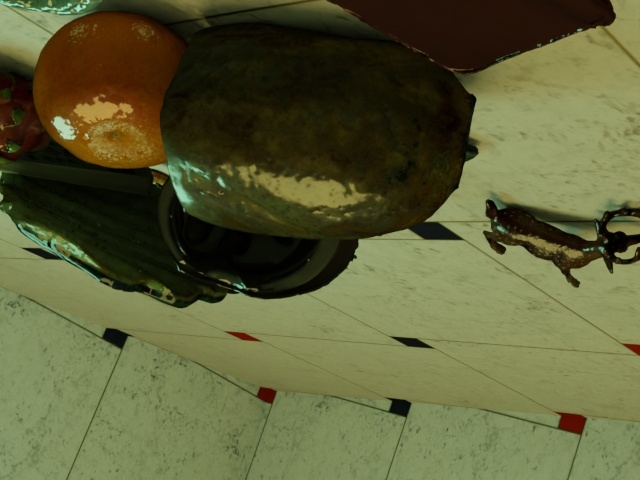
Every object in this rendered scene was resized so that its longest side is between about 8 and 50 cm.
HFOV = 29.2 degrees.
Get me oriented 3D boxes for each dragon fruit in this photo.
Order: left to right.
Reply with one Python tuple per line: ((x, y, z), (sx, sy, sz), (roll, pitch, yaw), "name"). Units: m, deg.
((-0.465, -0.186, 1.847), (0.137, 0.135, 0.236), (21, -171, 11), "dragon fruit")

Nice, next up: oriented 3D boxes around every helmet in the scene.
((-0.100, -0.042, 1.865), (0.305, 0.225, 0.177), (15, -169, -14), "helmet")

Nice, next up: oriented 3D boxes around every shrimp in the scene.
((-0.319, -0.105, 2.176), (0.127, 0.025, 0.091), (7, 165, 17), "shrimp")

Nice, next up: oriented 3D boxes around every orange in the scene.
((-0.245, -0.191, 1.530), (0.224, 0.170, 0.224), (-3, 152, -2), "orange")

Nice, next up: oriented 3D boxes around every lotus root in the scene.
((0.005, -0.124, 1.438), (0.346, 0.250, 0.250), (5, 163, 13), "lotus root")

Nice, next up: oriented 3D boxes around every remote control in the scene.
((-0.411, -0.129, 1.951), (0.285, 0.038, 0.123), (10, -159, -28), "remote control")

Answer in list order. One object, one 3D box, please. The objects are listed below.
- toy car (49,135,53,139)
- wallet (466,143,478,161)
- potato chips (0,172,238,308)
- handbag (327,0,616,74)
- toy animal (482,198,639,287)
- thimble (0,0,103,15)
((-0.460, -0.167, 2.069), (0.059, 0.035, 0.122), (9, 172, 19), "toy car")
((0.151, -0.121, 1.673), (0.088, 0.026, 0.129), (16, 164, -21), "wallet")
((-0.302, -0.021, 1.929), (0.429, 0.070, 0.358), (23, -157, -8), "potato chips")
((0.108, -0.260, 1.130), (0.275, 0.084, 0.260), (23, 165, -26), "handbag")
((0.357, 0.006, 1.823), (0.243, 0.087, 0.260), (11, 167, 8), "toy animal")
((-0.297, -0.320, 1.166), (0.235, 0.143, 0.198), (16, 164, -6), "thimble")
